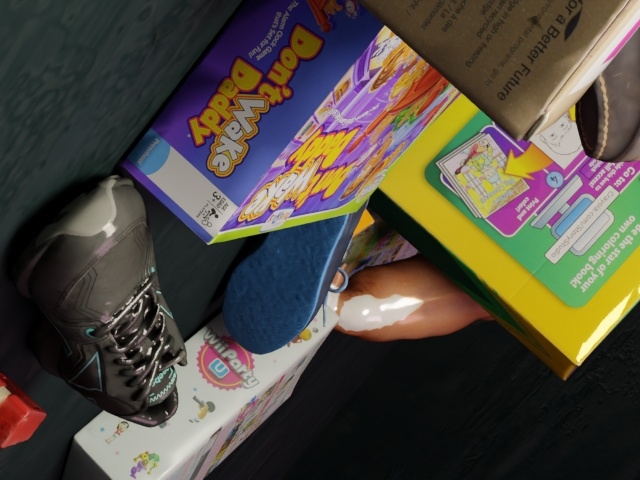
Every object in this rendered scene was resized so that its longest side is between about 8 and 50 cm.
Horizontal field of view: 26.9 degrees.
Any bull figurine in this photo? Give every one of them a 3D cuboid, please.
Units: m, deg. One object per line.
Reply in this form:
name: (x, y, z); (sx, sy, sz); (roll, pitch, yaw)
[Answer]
bull figurine: (0.103, 0.063, 1.575); (0.310, 0.101, 0.188); (-6, -176, -2)

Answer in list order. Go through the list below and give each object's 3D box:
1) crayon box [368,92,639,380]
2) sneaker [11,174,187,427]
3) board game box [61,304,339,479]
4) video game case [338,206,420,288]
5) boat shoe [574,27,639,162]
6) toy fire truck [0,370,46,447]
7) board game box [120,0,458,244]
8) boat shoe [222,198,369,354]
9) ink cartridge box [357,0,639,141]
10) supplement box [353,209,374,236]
crayon box: (0.277, -0.085, 1.487); (0.363, 0.313, 0.106); (-45, 170, -11)
sneaker: (-0.128, 0.047, 0.874); (0.101, 0.106, 0.267); (-42, 168, -20)
board game box: (-0.135, 0.187, 1.431); (0.303, 0.097, 0.224); (-40, 169, -32)
video game case: (0.081, 0.001, 1.669); (0.206, 0.026, 0.227); (-23, 160, -25)
boat shoe: (0.152, -0.199, 0.807); (0.132, 0.130, 0.355); (-95, 176, -52)
toy fire truck: (-0.265, 0.150, 0.851); (0.135, 0.047, 0.192); (-49, 169, 8)
board game box: (0.025, -0.121, 0.949); (0.233, 0.078, 0.347); (-50, 170, 15)
boat shoe: (-0.006, 0.011, 1.267); (0.089, 0.109, 0.258); (-41, 171, -50)
ink cartridge box: (0.108, -0.199, 0.650); (0.235, 0.193, 0.088); (-53, 169, 32)
supplement box: (0.000, 0.000, 1.377); (0.098, 0.036, 0.062); (-36, 179, 36)
